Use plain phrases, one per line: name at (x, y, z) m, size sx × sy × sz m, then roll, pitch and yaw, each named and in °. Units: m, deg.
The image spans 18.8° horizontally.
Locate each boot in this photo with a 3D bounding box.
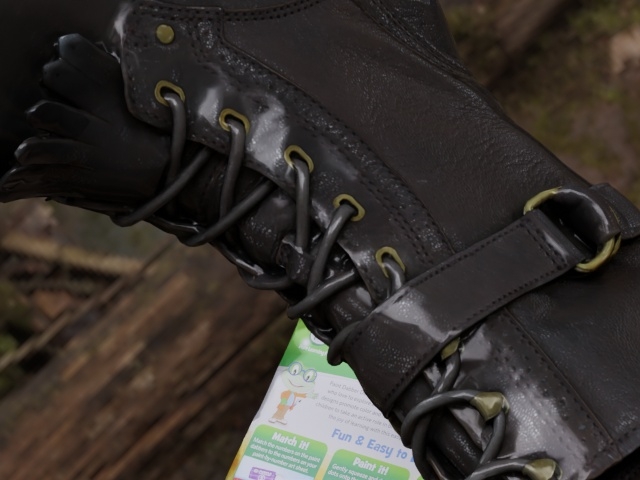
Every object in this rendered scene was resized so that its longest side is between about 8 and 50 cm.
boot at (0.000, 0.000, 0.533) m, size 0.263 × 0.229 × 0.091 m, roll -19°, pitch -29°, yaw -39°

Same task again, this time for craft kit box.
craft kit box at (0.045, 0.197, 1.528) m, size 0.250 × 0.061 × 0.247 m, roll 14°, pitch 72°, yaw 33°
